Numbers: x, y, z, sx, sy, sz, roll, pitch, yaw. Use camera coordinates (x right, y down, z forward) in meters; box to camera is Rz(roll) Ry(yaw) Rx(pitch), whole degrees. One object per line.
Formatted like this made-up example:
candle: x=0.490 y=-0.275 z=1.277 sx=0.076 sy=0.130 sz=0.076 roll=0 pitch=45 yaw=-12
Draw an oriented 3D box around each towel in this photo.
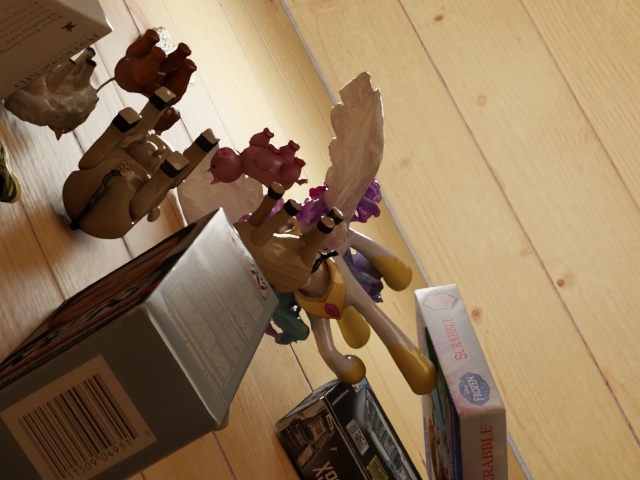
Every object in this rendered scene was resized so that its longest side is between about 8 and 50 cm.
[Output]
towel: x=-0.228 y=-0.273 z=2.469 sx=0.110 sy=0.027 sz=0.148 roll=58 pitch=11 yaw=-7

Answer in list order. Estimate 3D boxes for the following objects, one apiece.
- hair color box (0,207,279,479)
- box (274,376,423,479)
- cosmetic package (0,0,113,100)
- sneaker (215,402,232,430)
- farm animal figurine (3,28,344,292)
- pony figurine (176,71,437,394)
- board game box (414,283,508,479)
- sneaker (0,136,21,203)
hair color box: x=-0.158 y=0.096 z=1.370 sx=0.113 sy=0.185 sz=0.374 roll=59 pitch=10 yaw=-7
box: x=0.056 y=0.302 z=2.134 sx=0.242 sy=0.076 sz=0.307 roll=61 pitch=10 yaw=3
cosmetic package: x=-0.324 y=-0.246 z=1.594 sx=0.151 sy=0.151 sz=0.184 roll=63 pitch=12 yaw=11
sneaker: x=-0.127 y=0.139 z=1.774 sx=0.152 sy=0.054 sz=0.061 roll=65 pitch=9 yaw=27
farm animal figurine: x=-0.170 y=-0.060 z=1.794 sx=0.330 sy=0.172 sz=0.327 roll=49 pitch=26 yaw=16
pony figurine: x=0.000 y=0.000 z=2.100 sx=0.363 sy=0.303 sz=0.351 roll=48 pitch=22 yaw=-42
board game box: x=0.191 y=0.274 z=2.210 sx=0.318 sy=0.066 sz=0.318 roll=-105 pitch=-172 yaw=-62
sneaker: x=-0.308 y=-0.073 z=1.540 sx=0.083 sy=0.031 sz=0.035 roll=60 pitch=11 yaw=-2
